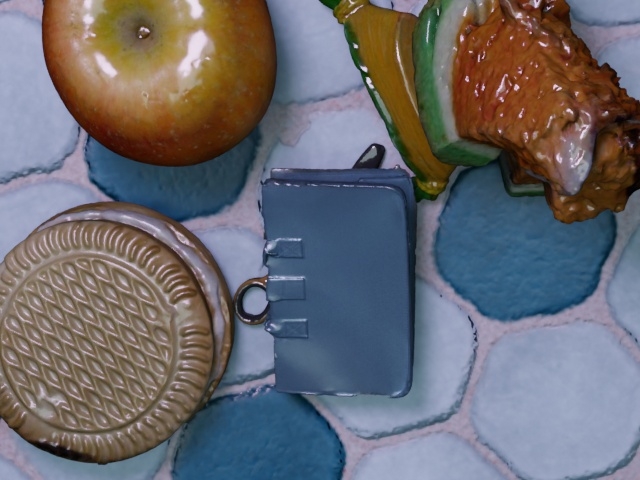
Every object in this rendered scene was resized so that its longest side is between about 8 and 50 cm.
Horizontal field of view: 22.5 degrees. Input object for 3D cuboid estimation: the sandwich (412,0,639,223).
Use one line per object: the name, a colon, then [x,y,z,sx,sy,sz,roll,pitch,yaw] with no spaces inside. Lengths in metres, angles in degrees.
sandwich: [0.168,-0.111,1.371,0.162,0.301,0.250,-17,113,-5]

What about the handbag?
handbag: [0.018,0.040,1.511,0.144,0.057,0.221,1,114,6]

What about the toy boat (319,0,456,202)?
toy boat: [0.074,-0.144,1.496,0.088,0.089,0.229,-16,100,49]

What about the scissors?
scissors: [0.000,0.000,1.553,0.088,0.017,0.220,32,102,4]

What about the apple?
apple: [-0.142,-0.183,1.464,0.210,0.173,0.235,-3,90,12]

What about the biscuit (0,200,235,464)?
biscuit: [-0.210,0.090,1.560,0.259,0.079,0.259,1,100,8]
